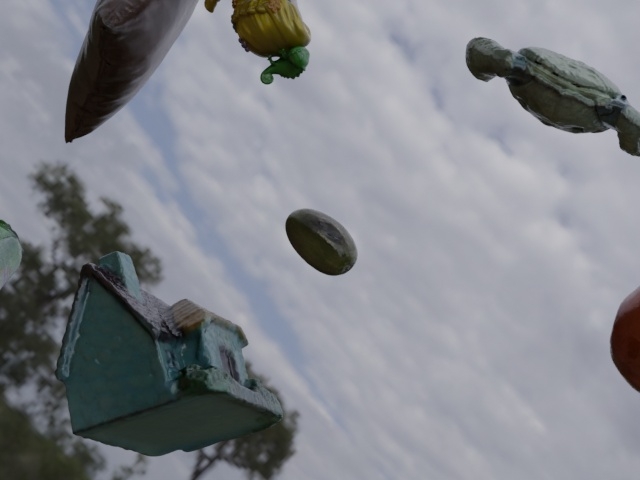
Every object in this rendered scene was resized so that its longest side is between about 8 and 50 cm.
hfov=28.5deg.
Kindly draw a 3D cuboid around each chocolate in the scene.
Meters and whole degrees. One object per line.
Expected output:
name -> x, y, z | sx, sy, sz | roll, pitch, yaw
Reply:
chocolate -> -0.531, 0.074, 1.848 | 0.110, 0.110, 0.291 | 52, 23, -17

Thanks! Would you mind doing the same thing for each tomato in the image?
tomato -> 0.557, 0.130, 1.881 | 0.260, 0.260, 0.180 | 75, -8, -59

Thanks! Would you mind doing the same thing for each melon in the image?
melon -> 0.000, 0.000, 2.382 | 0.162, 0.099, 0.099 | 43, -16, 22

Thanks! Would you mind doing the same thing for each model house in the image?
model house -> -0.213, 0.149, 1.786 | 0.280, 0.230, 0.248 | 40, 34, -63

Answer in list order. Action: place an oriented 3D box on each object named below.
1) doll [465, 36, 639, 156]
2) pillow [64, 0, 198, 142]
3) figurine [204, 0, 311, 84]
doll -> 0.240, -0.149, 1.253 | 0.214, 0.071, 0.103 | 30, 2, 6
pillow -> -0.224, -0.300, 1.618 | 0.108, 0.305, 0.308 | 30, -29, -6
figurine -> -0.071, -0.249, 1.448 | 0.095, 0.115, 0.156 | 0, 70, -66
